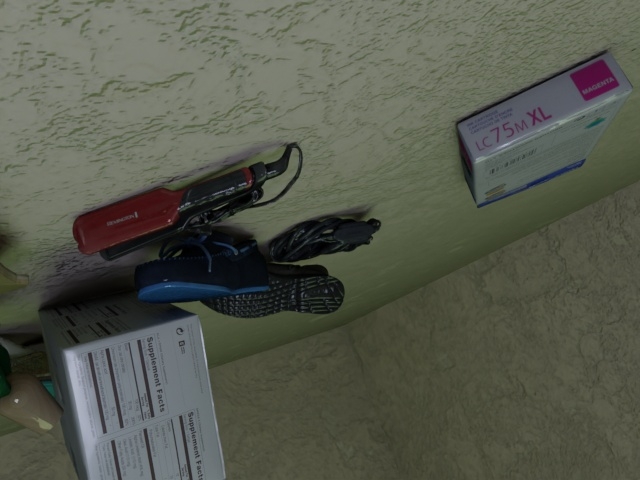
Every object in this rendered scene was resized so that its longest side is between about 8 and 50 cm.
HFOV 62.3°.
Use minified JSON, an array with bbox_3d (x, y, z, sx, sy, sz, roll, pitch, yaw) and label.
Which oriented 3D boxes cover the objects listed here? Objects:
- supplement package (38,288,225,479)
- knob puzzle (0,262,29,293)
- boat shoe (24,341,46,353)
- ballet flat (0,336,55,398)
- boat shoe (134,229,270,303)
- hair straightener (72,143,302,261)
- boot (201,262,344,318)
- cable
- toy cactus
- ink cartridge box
[{"bbox_3d":[-0.249,0.187,0.672,0.145,0.204,0.261,-12,-171,-31],"label":"supplement package"},{"bbox_3d":[-0.357,0.032,0.451,0.213,0.030,0.213,-7,171,-1],"label":"knob puzzle"},{"bbox_3d":[-0.520,0.244,0.901,0.277,0.096,0.098,-23,166,8],"label":"boat shoe"},{"bbox_3d":[-0.478,0.191,0.725,0.123,0.123,0.348,-26,169,19],"label":"ballet flat"},{"bbox_3d":[-0.148,0.029,0.661,0.109,0.089,0.258,-10,174,11],"label":"boat shoe"},{"bbox_3d":[-0.122,-0.038,0.534,0.230,0.047,0.089,-25,167,-1],"label":"hair straightener"},{"bbox_3d":[-0.090,0.071,0.879,0.246,0.084,0.161,7,-175,-15],"label":"boot"},{"bbox_3d":[0.000,0.000,0.863,0.184,0.047,0.150,-11,172,-22],"label":"cable"},{"bbox_3d":[-0.360,0.146,0.561,0.219,0.180,0.112,-11,-146,53],"label":"toy cactus"},{"bbox_3d":[0.294,-0.130,0.742,0.185,0.065,0.311,-24,164,13],"label":"ink cartridge box"}]
